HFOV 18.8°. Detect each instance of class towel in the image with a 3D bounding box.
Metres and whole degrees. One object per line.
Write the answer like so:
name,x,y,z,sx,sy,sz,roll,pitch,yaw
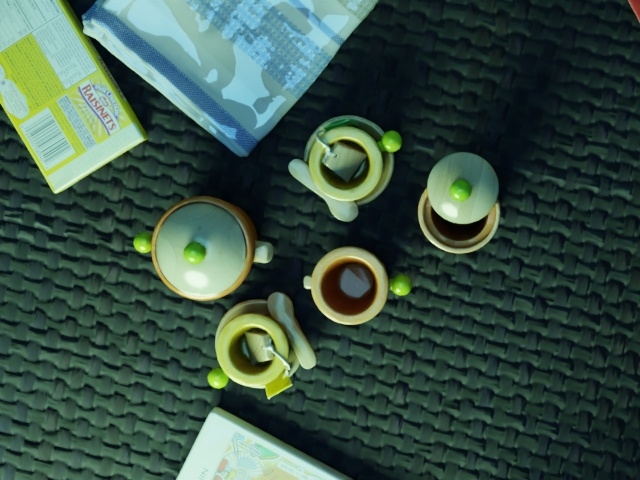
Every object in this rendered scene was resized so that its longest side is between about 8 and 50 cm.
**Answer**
towel,-0.062,-0.243,1.795,0.209,0.034,0.285,41,100,2

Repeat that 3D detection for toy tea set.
toy tea set,0.000,0.000,1.763,0.336,0.124,0.200,-33,90,11

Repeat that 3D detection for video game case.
video game case,-0.049,0.301,1.853,0.227,0.026,0.206,28,100,5

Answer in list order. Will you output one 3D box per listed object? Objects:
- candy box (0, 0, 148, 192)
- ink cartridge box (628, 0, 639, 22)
candy box,-0.260,-0.159,1.838,0.105,0.027,0.206,-30,91,8
ink cartridge box,0.390,-0.236,1.627,0.261,0.066,0.296,-27,55,10
